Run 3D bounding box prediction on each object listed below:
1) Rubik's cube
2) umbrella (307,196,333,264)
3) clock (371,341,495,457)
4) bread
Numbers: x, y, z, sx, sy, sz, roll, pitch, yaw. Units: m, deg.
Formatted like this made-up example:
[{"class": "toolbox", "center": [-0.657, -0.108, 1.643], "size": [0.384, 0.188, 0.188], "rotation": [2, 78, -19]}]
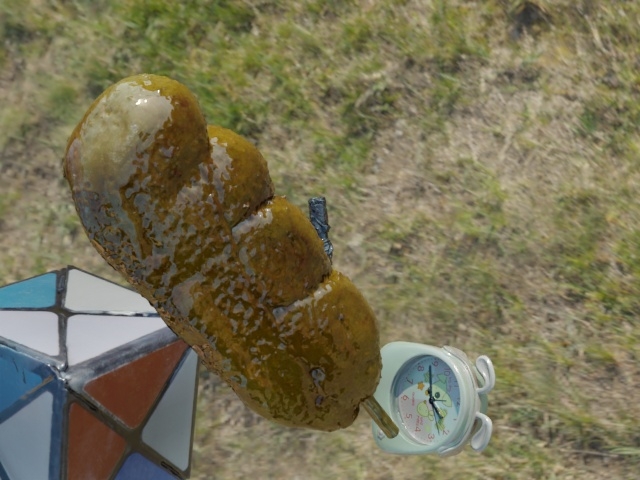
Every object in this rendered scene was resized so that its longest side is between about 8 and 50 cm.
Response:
[{"class": "Rubik's cube", "center": [-0.385, 0.232, 1.507], "size": [0.310, 0.305, 0.306], "rotation": [18, 114, 30]}, {"class": "umbrella", "center": [0.000, 0.000, 1.701], "size": [0.040, 0.037, 0.143], "rotation": [-6, 90, 55]}, {"class": "clock", "center": [0.154, 0.212, 1.369], "size": [0.191, 0.062, 0.151], "rotation": [-3, 79, 45]}, {"class": "bread", "center": [-0.047, 0.032, 0.722], "size": [0.124, 0.344, 0.084], "rotation": [-43, 28, -7]}]
